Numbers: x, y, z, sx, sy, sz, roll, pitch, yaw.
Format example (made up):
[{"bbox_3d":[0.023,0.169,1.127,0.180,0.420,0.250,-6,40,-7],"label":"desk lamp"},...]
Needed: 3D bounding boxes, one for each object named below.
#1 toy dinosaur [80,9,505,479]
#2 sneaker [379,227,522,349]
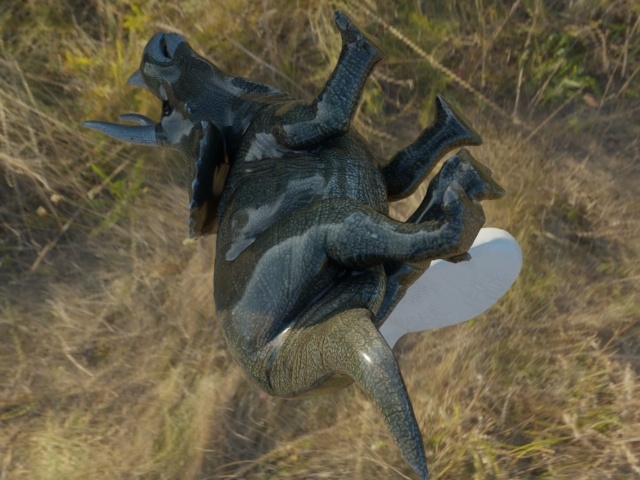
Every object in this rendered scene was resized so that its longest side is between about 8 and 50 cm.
[{"bbox_3d":[0.000,0.000,0.451,0.160,0.121,0.313,-42,46,21],"label":"toy dinosaur"},{"bbox_3d":[0.069,0.031,0.784,0.212,0.080,0.094,-34,37,32],"label":"sneaker"}]
